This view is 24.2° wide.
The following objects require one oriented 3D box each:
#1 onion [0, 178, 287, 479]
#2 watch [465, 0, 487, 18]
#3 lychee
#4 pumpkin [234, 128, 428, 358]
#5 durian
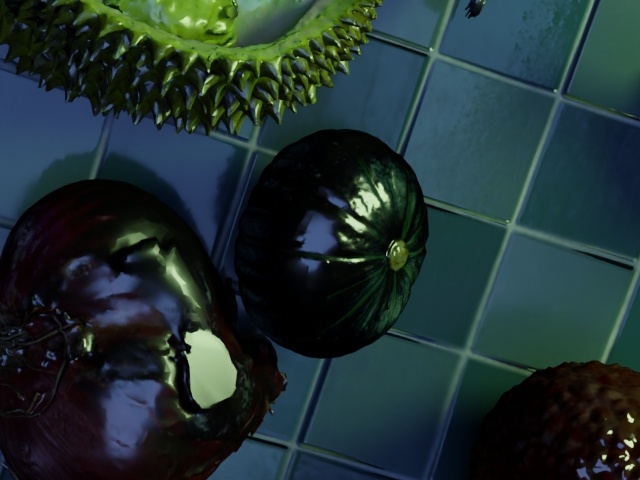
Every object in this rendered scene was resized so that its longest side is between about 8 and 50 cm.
[{"bbox_3d":[-0.167,0.085,1.218,0.281,0.221,0.280,4,82,-34],"label":"onion"},{"bbox_3d":[0.168,-0.369,1.238,0.275,0.068,0.276,-34,102,-14],"label":"watch"},{"bbox_3d":[0.248,0.226,1.289,0.261,0.260,0.260,-1,100,-9],"label":"lychee"},{"bbox_3d":[0.010,0.004,1.247,0.150,0.194,0.194,-4,101,16],"label":"pumpkin"},{"bbox_3d":[-0.139,-0.186,1.228,0.356,0.157,0.169,18,73,-11],"label":"durian"}]
